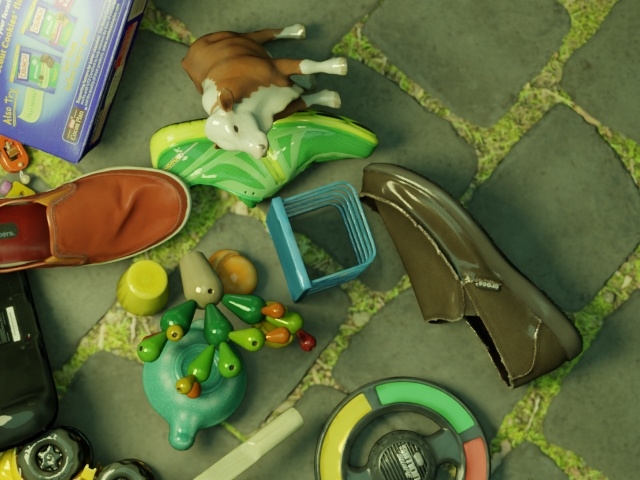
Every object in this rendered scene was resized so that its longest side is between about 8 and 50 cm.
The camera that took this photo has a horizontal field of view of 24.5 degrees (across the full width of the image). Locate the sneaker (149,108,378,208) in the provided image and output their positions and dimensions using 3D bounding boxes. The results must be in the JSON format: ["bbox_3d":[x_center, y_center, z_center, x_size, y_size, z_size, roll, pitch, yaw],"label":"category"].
[{"bbox_3d":[-0.071,-0.106,1.925,0.295,0.109,0.123,-5,98,0],"label":"sneaker"}]

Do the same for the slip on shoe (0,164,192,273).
[{"bbox_3d":[-0.319,-0.017,1.834,0.331,0.101,0.123,-9,103,-13],"label":"slip on shoe"}]

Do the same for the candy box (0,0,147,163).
[{"bbox_3d":[-0.400,-0.284,1.869,0.317,0.122,0.268,22,109,0],"label":"candy box"}]

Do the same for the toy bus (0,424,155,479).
[{"bbox_3d":[-0.315,0.346,1.823,0.220,0.149,0.211,25,81,1],"label":"toy bus"}]

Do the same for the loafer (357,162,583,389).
[{"bbox_3d":[0.172,0.048,1.888,0.366,0.134,0.130,44,83,3],"label":"loafer"}]

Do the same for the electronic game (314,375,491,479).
[{"bbox_3d":[0.106,0.290,1.901,0.229,0.048,0.229,0,83,-2],"label":"electronic game"}]

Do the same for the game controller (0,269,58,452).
[{"bbox_3d":[-0.429,0.130,1.828,0.166,0.067,0.319,-13,52,-12],"label":"game controller"}]

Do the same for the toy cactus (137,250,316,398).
[{"bbox_3d":[-0.129,0.098,1.827,0.219,0.112,0.180,-15,57,-14],"label":"toy cactus"}]

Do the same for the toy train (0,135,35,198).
[{"bbox_3d":[-0.434,-0.068,1.909,0.166,0.046,0.125,-39,101,-34],"label":"toy train"}]

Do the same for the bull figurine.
[{"bbox_3d":[-0.078,-0.196,1.843,0.188,0.310,0.101,-8,118,-15],"label":"bull figurine"}]

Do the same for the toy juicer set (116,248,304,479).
[{"bbox_3d":[-0.124,0.166,1.894,0.209,0.089,0.329,-13,75,-17],"label":"toy juicer set"}]

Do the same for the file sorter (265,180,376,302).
[{"bbox_3d":[0.000,0.000,1.871,0.104,0.170,0.118,-19,84,-7],"label":"file sorter"}]
